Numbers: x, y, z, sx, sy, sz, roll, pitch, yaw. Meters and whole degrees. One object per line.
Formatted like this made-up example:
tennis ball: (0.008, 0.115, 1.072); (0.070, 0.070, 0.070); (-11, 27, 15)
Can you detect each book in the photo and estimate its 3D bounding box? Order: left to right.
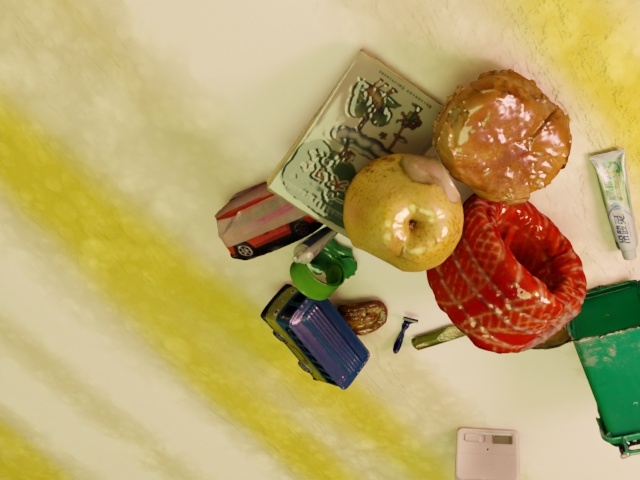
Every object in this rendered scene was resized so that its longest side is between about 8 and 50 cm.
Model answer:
book: (0.084, -0.199, 1.598); (0.260, 0.043, 0.371); (30, 111, -16)

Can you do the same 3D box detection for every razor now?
razor: (0.235, 0.266, 2.048); (0.044, 0.028, 0.155); (13, 130, -4)

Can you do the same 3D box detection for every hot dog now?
hot dog: (0.115, 0.212, 2.008); (0.147, 0.065, 0.099); (-7, 119, 21)

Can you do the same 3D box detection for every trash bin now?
trash bin: (0.771, 0.317, 1.806); (0.259, 0.295, 0.381); (-21, 116, 27)

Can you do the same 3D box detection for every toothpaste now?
toothpaste: (0.000, -0.001, 1.729); (0.047, 0.268, 0.069); (31, 119, 13)
toothpaste: (0.679, -0.077, 1.643); (0.074, 0.048, 0.297); (-11, 123, 25)

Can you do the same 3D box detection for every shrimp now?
shrimp: (0.546, 0.236, 1.929); (0.262, 0.066, 0.117); (4, 117, -8)

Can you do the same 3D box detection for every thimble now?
thimble: (0.419, 0.070, 1.639); (0.350, 0.350, 0.230); (30, 130, -12)

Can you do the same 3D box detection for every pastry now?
pastry: (0.372, -0.222, 1.509); (0.311, 0.162, 0.255); (37, 107, -30)

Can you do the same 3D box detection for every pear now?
pear: (0.176, -0.053, 1.523); (0.271, 0.271, 0.271); (7, 131, 8)

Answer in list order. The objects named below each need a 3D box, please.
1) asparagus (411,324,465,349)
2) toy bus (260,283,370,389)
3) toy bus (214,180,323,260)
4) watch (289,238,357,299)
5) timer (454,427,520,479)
asparagus: (0.341, 0.268, 2.017); (0.178, 0.041, 0.045); (-23, 130, 28)
toy bus: (-0.014, 0.263, 1.992); (0.175, 0.138, 0.288); (5, 138, 53)
toy bus: (-0.123, -0.064, 1.790); (0.302, 0.127, 0.147); (-20, 117, 29)
watch: (0.012, 0.081, 1.863); (0.165, 0.152, 0.131); (35, 126, -14)
timer: (0.524, 0.725, 2.260); (0.192, 0.194, 0.195); (0, 128, 14)
